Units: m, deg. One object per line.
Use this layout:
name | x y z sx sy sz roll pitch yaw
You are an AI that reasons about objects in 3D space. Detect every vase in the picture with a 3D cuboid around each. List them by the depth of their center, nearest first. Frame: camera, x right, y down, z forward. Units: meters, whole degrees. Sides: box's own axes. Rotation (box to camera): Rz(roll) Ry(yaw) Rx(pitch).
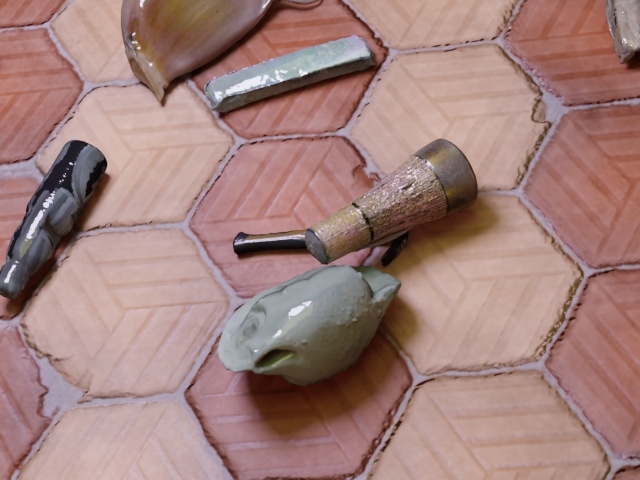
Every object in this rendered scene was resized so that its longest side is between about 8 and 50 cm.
vase | -0.320 -0.022 1.750 0.060 0.060 0.211 15 59 20

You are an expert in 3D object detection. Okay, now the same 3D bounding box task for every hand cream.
hand cream | 0.073 -0.034 1.640 0.203 0.084 0.084 -29 55 -19

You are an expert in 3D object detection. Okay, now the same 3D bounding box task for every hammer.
hammer | 0.000 0.000 1.693 0.201 0.021 0.078 -5 55 8

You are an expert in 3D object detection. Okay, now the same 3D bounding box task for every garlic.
garlic | -0.142 -0.310 1.898 0.267 0.148 0.128 -31 19 -5

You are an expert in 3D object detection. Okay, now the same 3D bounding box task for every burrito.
burrito | 0.367 -0.271 1.792 0.055 0.041 0.149 -15 53 18

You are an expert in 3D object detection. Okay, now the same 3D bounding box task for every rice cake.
rice cake | -0.039 -0.204 1.834 0.211 0.034 0.043 -17 63 -1

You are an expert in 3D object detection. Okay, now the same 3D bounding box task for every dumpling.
dumpling | -0.011 0.094 1.594 0.219 0.153 0.108 -22 92 -22
